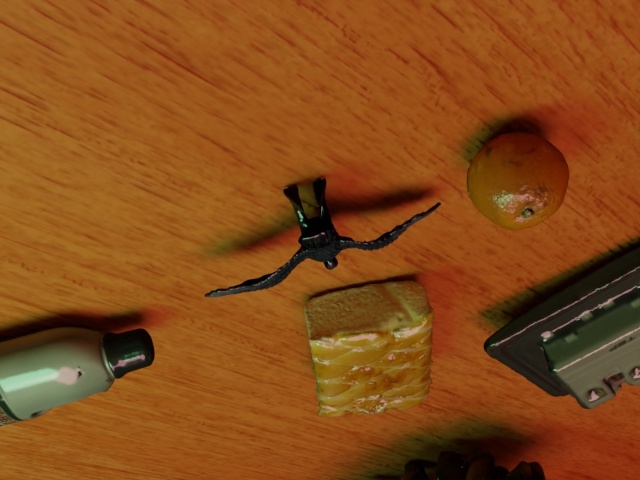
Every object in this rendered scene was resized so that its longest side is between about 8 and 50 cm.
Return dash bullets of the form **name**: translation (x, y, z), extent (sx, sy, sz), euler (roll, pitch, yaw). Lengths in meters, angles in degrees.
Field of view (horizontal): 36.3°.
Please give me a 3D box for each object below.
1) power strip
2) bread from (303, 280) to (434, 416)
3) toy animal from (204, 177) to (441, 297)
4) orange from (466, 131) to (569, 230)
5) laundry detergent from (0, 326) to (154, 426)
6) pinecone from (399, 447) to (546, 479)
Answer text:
- **power strip**: translation (0.341, 0.108, 1.084), extent (0.257, 0.092, 0.251), euler (-31, 139, 19)
- **bread**: translation (0.050, 0.118, 1.013), extent (0.126, 0.068, 0.188), euler (-11, 147, -4)
- **toy animal**: translation (0.000, 0.000, 0.827), extent (0.220, 0.062, 0.108), euler (-19, 146, -3)
- **orange**: translation (0.162, -0.049, 0.798), extent (0.084, 0.083, 0.083), euler (-9, 146, -6)
- **laundry detergent**: translation (-0.267, 0.126, 0.915), extent (0.226, 0.070, 0.099), euler (-15, 138, 1)
- **pinecone**: translation (0.174, 0.469, 1.355), extent (0.385, 0.384, 0.384), euler (-9, 146, -6)
